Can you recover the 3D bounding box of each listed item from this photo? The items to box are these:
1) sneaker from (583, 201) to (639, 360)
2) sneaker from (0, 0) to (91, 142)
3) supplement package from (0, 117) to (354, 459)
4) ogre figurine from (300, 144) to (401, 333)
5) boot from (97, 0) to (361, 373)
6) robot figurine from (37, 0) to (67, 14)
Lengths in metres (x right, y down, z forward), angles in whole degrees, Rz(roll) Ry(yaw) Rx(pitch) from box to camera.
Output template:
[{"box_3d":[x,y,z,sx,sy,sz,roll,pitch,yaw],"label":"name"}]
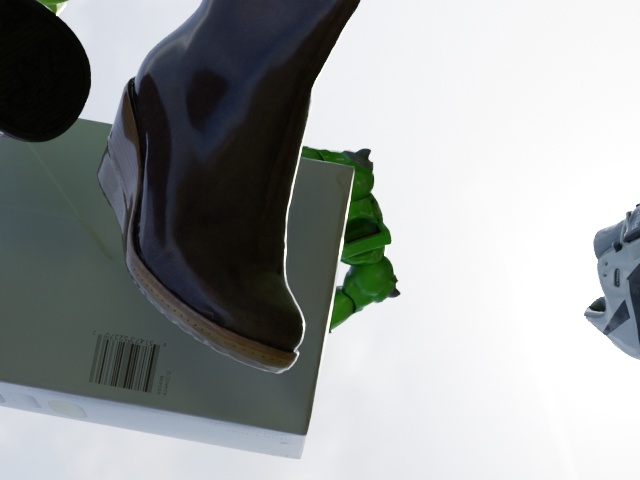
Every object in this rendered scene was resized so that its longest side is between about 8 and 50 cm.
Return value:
[{"box_3d":[0.382,0.003,2.088,0.146,0.330,0.122,29,-141,16],"label":"sneaker"},{"box_3d":[-0.292,-0.177,1.167,0.295,0.178,0.123,45,-109,-40],"label":"sneaker"},{"box_3d":[-0.122,0.036,1.375,0.145,0.262,0.204,95,-175,-77],"label":"supplement package"},{"box_3d":[0.000,0.000,1.572,0.097,0.118,0.197,-90,-12,-87],"label":"ogre figurine"},{"box_3d":[-0.041,-0.063,1.111,0.090,0.207,0.248,19,-157,-41],"label":"boot"},{"box_3d":[-0.249,-0.259,1.670,0.067,0.101,0.115,-60,-20,-57],"label":"robot figurine"}]
